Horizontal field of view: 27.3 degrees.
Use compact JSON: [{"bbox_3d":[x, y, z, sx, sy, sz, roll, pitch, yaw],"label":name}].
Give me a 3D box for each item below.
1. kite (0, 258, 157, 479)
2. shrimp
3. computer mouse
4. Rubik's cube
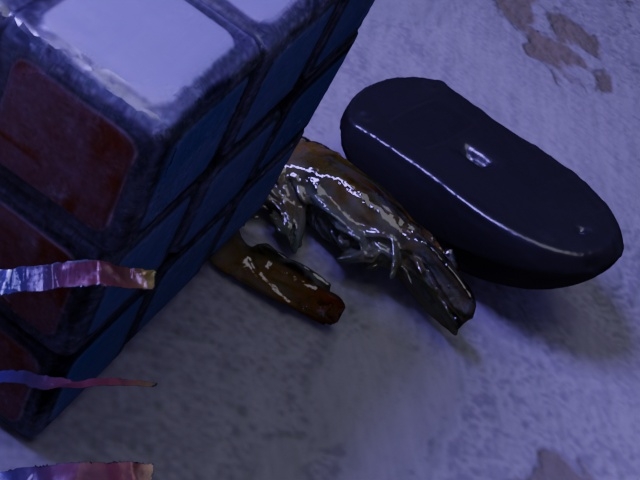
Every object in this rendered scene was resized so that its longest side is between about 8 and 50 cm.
[{"bbox_3d":[-0.259,0.077,0.655,0.360,0.022,0.204,-8,53,3],"label":"kite"},{"bbox_3d":[0.000,-0.001,1.030,0.253,0.058,0.173,42,48,18],"label":"shrimp"},{"bbox_3d":[0.130,-0.036,1.123,0.269,0.086,0.137,39,44,24],"label":"computer mouse"},{"bbox_3d":[-0.172,-0.125,0.823,0.303,0.305,0.301,38,47,4],"label":"Rubik's cube"}]
